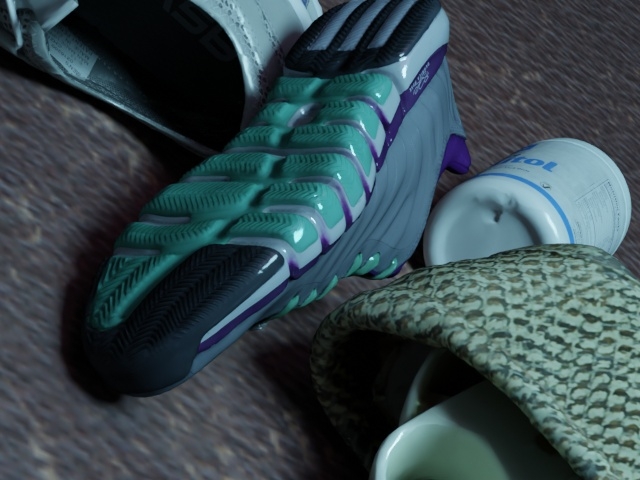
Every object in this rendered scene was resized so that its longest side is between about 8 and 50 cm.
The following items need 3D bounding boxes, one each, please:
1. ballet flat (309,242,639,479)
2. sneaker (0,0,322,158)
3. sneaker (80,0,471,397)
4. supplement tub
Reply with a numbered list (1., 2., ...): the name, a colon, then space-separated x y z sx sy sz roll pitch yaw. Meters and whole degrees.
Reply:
1. ballet flat: 0.120 0.194 0.623 0.182 0.164 0.483 -5 48 -28
2. sneaker: -0.109 -0.131 0.756 0.281 0.105 0.115 33 31 -22
3. sneaker: 0.000 0.000 0.733 0.223 0.083 0.098 -51 130 -36
4. supplement tub: 0.099 -0.006 0.899 0.071 0.071 0.107 49 29 6
